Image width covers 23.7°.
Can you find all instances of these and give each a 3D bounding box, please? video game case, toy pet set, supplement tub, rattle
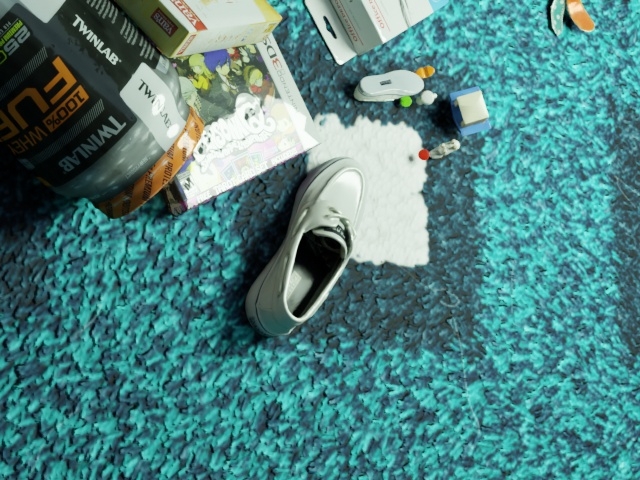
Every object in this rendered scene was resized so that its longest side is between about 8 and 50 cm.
[{"bbox_3d":[-0.129,-0.167,1.837,0.232,0.042,0.210,-29,96,-37],"label":"video game case"},{"bbox_3d":[0.166,-0.175,2.064,0.114,0.065,0.122,-16,86,-3],"label":"toy pet set"},{"bbox_3d":[-0.285,-0.181,1.627,0.316,0.193,0.193,44,58,-20],"label":"supplement tub"},{"bbox_3d":[0.340,-0.415,2.253,0.130,0.143,0.199,-37,122,-4],"label":"rattle"}]

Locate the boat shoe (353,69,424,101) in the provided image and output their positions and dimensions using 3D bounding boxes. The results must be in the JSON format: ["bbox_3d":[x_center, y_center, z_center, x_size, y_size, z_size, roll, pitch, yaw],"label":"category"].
[{"bbox_3d":[0.088,-0.199,2.011,0.100,0.035,0.035,-12,72,-31],"label":"boat shoe"}]

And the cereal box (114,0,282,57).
[{"bbox_3d":[-0.161,-0.290,1.738,0.173,0.047,0.240,46,24,8],"label":"cereal box"}]

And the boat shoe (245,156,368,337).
[{"bbox_3d":[0.000,0.000,1.866,0.096,0.088,0.267,46,57,-20],"label":"boat shoe"}]

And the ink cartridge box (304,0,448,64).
[{"bbox_3d":[0.075,-0.316,2.011,0.180,0.060,0.104,-36,102,-36],"label":"ink cartridge box"}]
